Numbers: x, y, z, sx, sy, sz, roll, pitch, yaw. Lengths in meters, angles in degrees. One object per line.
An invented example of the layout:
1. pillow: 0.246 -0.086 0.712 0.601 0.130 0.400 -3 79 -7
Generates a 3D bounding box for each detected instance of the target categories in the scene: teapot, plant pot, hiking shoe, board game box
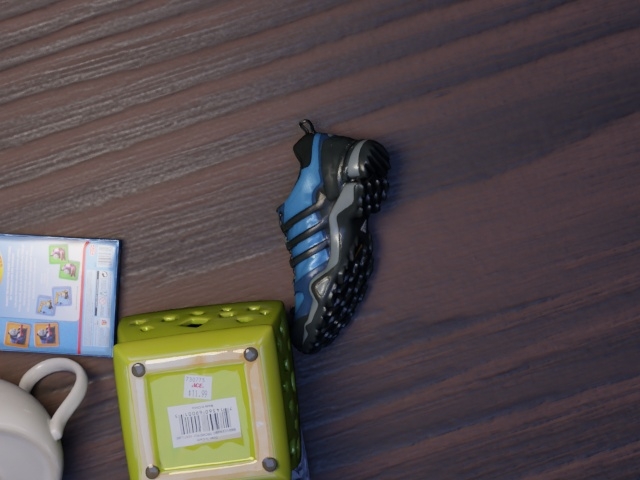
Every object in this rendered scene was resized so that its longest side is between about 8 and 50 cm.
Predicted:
1. teapot: -0.460 0.265 1.562 0.256 0.187 0.253 14 114 -29
2. plant pot: -0.142 0.204 1.494 0.228 0.207 0.227 -7 93 -2
3. hiking shoe: 0.000 0.000 1.608 0.132 0.113 0.304 20 100 27
4. board game box: -0.381 0.072 1.617 0.211 0.039 0.160 3 93 -2

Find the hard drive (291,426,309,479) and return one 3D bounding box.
1. hard drive: -0.118 0.237 1.627 0.172 0.054 0.255 -14 94 0
